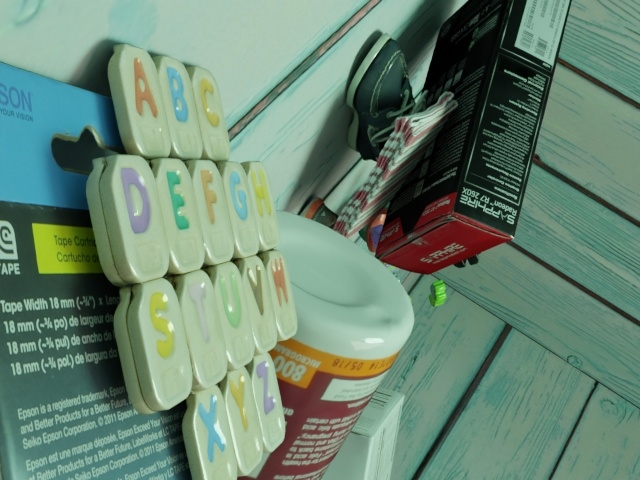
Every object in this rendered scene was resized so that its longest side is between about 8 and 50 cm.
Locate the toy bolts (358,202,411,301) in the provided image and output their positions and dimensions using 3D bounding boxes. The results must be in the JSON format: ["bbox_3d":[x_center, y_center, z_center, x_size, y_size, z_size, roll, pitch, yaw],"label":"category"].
[{"bbox_3d":[0.053,0.024,1.543,0.229,0.218,0.158,-69,-157,15],"label":"toy bolts"}]

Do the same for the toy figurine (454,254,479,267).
[{"bbox_3d":[0.222,-0.080,1.686,0.148,0.213,0.210,-79,-171,-45],"label":"toy figurine"}]

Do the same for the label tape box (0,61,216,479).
[{"bbox_3d":[-0.149,0.088,0.538,0.240,0.105,0.334,7,72,-73],"label":"label tape box"}]

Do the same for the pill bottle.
[{"bbox_3d":[-0.085,0.183,1.028,0.392,0.224,0.224,-62,169,23],"label":"pill bottle"}]

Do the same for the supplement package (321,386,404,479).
[{"bbox_3d":[-0.049,0.281,1.242,0.145,0.261,0.204,-32,133,-66],"label":"supplement package"}]

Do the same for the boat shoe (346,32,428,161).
[{"bbox_3d":[0.081,-0.158,1.172,0.095,0.079,0.254,-47,166,-19],"label":"boat shoe"}]

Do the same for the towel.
[{"bbox_3d":[0.085,-0.087,1.159,0.144,0.029,0.197,-36,163,-54],"label":"towel"}]

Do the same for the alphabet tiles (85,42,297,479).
[{"bbox_3d":[-0.069,0.016,0.630,0.284,0.021,0.278,-14,93,-76],"label":"alphabet tiles"}]

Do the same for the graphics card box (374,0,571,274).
[{"bbox_3d":[0.195,-0.154,1.233,0.233,0.094,0.371,145,-36,-67],"label":"graphics card box"}]

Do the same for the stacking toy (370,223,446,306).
[{"bbox_3d":[0.097,0.034,1.443,0.166,0.052,0.221,-20,121,-13],"label":"stacking toy"}]

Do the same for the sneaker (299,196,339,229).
[{"bbox_3d":[0.000,0.000,1.317,0.061,0.064,0.158,-54,169,-18],"label":"sneaker"}]
